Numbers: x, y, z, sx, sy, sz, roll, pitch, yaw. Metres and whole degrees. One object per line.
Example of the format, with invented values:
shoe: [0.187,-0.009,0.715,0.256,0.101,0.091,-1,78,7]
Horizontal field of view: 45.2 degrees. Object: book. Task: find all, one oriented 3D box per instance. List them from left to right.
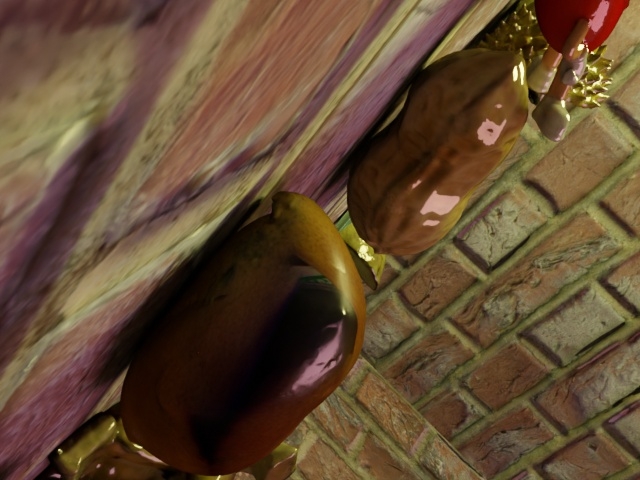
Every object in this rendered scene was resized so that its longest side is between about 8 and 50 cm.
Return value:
book: [0.070,-0.062,1.445,0.103,0.017,0.135,-49,176,17]

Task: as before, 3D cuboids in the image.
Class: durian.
durian: [0.291,-0.242,1.017,0.166,0.172,0.306,-21,-166,21]

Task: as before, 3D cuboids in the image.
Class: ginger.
ginger: [-0.220,0.321,0.962,0.413,0.211,0.358,-46,174,13]

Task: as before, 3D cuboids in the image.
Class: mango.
mango: [-0.067,0.098,0.651,0.201,0.153,0.287,-28,163,-41]

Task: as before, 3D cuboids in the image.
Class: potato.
potato: [0.103,0.005,1.559,0.120,0.149,0.081,-46,-177,-24]

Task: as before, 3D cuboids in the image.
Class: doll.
doll: [0.234,-0.219,0.702,0.183,0.085,0.217,-75,170,-52]

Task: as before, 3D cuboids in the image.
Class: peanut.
peanut: [0.120,-0.090,0.822,0.147,0.147,0.305,-42,174,-43]
